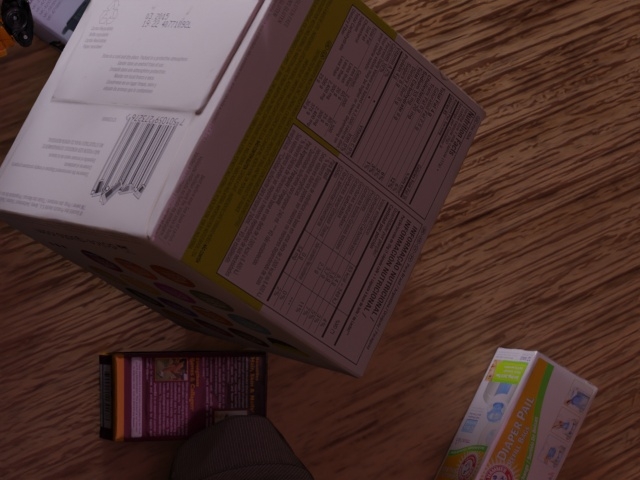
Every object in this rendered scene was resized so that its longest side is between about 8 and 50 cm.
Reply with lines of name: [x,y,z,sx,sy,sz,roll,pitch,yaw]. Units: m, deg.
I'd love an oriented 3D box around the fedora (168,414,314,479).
fedora: [-0.093,0.288,1.875,0.244,0.275,0.124,-5,56,-13]

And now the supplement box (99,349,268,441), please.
supplement box: [-0.162,0.182,1.925,0.188,0.081,0.104,1,87,-21]

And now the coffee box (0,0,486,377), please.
coffee box: [-0.092,-0.089,1.782,0.334,0.338,0.338,35,75,-38]

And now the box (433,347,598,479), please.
box: [0.246,0.250,2.065,0.103,0.114,0.203,31,79,-17]

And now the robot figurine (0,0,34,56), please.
robot figurine: [-0.447,-0.285,1.779,0.211,0.085,0.291,-32,124,1]

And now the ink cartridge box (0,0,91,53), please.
ink cartridge box: [-0.294,-0.328,1.907,0.311,0.065,0.185,35,76,-15]
